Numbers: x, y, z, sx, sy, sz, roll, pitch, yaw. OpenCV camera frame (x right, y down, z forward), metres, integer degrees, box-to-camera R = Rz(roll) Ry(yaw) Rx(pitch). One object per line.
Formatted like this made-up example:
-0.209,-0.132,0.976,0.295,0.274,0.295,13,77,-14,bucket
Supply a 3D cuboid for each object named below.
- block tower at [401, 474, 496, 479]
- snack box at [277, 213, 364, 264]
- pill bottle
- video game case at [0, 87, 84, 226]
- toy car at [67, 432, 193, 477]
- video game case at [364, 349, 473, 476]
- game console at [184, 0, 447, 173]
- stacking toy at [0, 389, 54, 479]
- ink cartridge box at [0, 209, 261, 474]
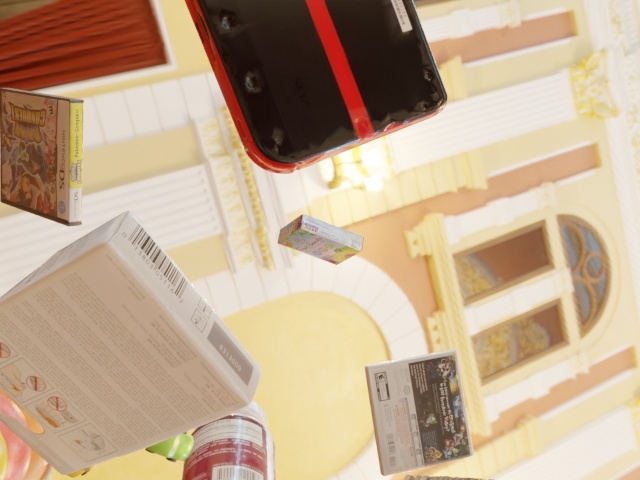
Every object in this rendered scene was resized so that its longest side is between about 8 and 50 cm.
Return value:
0.152,0.338,0.815,0.097,0.091,0.335,41,-21,1,block tower
0.000,0.000,1.388,0.100,0.141,0.037,-33,-138,54,snack box
-0.215,0.551,1.650,0.392,0.224,0.224,-102,-177,-68,pill bottle
-0.577,-0.176,1.439,0.274,0.035,0.248,15,-74,37,video game case
-0.338,0.349,1.296,0.239,0.225,0.053,-68,-167,-13,toy car
0.173,0.300,1.232,0.022,0.173,0.190,156,-75,-75,video game case
-0.010,-0.328,1.099,0.387,0.342,0.060,68,-15,-6,game console
-0.657,0.382,1.236,0.480,0.350,0.351,155,-83,-73,stacking toy
-0.327,0.169,1.014,0.308,0.385,0.091,54,26,-23,ink cartridge box
